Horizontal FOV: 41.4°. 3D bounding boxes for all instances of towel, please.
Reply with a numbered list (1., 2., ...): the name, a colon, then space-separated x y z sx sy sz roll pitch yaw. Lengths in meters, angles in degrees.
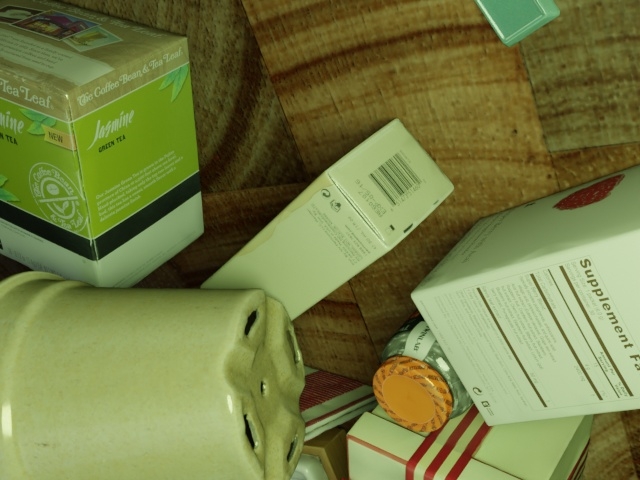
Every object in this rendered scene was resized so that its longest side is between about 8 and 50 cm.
1. towel: -0.100 0.210 1.212 0.329 0.237 0.037 12 102 33

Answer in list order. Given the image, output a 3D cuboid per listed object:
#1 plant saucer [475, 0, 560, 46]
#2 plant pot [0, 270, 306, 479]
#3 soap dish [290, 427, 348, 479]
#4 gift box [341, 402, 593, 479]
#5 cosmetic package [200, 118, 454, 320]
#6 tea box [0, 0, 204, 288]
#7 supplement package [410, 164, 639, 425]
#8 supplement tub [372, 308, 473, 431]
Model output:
1. plant saucer: 0.151 -0.279 0.815 0.067 0.018 0.192 -29 100 47
2. plant pot: -0.191 0.183 0.972 0.306 0.333 0.333 -8 116 18
3. soap dish: -0.019 0.423 1.374 0.229 0.118 0.290 -4 116 40
4. gift box: 0.185 0.315 1.030 0.255 0.258 0.276 14 126 32
5. cosmetic package: 0.000 0.000 1.032 0.113 0.160 0.309 51 136 -1
6. tea box: -0.363 -0.140 1.182 0.329 0.220 0.323 21 129 27
7. supplement package: 0.275 0.048 0.827 0.293 0.177 0.175 -21 104 45
8. supplement tub: 0.147 0.126 0.976 0.117 0.190 0.116 20 129 27
